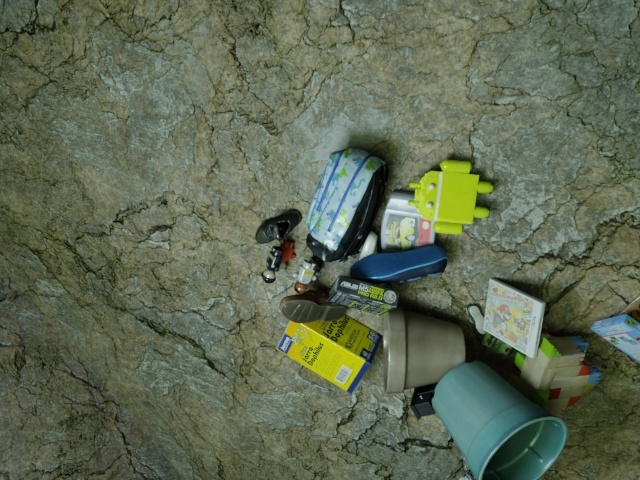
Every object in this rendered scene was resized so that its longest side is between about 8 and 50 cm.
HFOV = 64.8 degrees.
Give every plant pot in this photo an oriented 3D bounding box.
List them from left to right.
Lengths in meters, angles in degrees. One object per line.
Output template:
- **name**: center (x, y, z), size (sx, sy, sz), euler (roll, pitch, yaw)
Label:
- **plant pot**: center (0.380, 0.405, 1.882), size (0.280, 0.323, 0.323), euler (0, 115, 3)
- **plant pot**: center (0.570, 0.607, 1.696), size (0.341, 0.334, 0.341), euler (-11, 119, -20)

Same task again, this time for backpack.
- **backpack**: center (0.096, -0.136, 1.733), size (0.273, 0.290, 0.355), euler (43, 116, 15)

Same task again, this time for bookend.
- **bookend**: center (0.453, 0.622, 2.015), size (0.156, 0.157, 0.072), euler (-24, 104, 30)

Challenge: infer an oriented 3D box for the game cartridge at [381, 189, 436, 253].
- **game cartridge**: center (0.318, -0.031, 1.819), size (0.196, 0.060, 0.294), euler (11, 118, 21)

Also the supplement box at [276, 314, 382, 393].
- **supplement box**: center (0.038, 0.418, 2.059), size (0.356, 0.194, 0.195), euler (29, 122, 6)

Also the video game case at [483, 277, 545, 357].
- **video game case**: center (0.662, 0.264, 1.742), size (0.227, 0.026, 0.206), euler (32, 126, 57)

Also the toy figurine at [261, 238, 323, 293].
- **toy figurine**: center (-0.106, 0.107, 1.959), size (0.209, 0.213, 0.148), euler (23, 106, 7)

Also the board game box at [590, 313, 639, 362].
- **board game box**: center (1.036, 0.329, 1.662), size (0.211, 0.039, 0.160), euler (36, 160, 3)

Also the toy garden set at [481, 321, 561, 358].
- **toy garden set**: center (0.742, 0.357, 1.836), size (0.244, 0.049, 0.204), euler (23, 120, 10)

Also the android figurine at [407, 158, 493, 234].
- **android figurine**: center (0.429, -0.145, 1.679), size (0.273, 0.056, 0.248), euler (7, 102, 5)

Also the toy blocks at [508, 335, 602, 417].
- **toy blocks**: center (0.845, 0.480, 1.767), size (0.261, 0.191, 0.381), euler (-3, 118, -12)

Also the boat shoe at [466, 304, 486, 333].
- **boat shoe**: center (0.580, 0.292, 1.877), size (0.046, 0.038, 0.125), euler (-37, 107, -11)

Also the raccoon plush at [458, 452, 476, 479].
- **raccoon plush**: center (0.562, 0.753, 1.886), size (0.299, 0.446, 0.216), euler (41, 101, 38)

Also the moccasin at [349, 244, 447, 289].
- **moccasin**: center (0.278, 0.117, 1.773), size (0.342, 0.138, 0.117), euler (-8, 133, 12)

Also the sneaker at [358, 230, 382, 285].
- **sneaker**: center (0.201, 0.092, 1.903), size (0.123, 0.106, 0.290), euler (14, 128, 8)

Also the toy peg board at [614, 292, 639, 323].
- **toy peg board**: center (1.085, 0.264, 1.638), size (0.161, 0.079, 0.160), euler (32, 121, 5)

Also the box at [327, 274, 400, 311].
- **box**: center (0.146, 0.202, 1.814), size (0.216, 0.270, 0.060), euler (15, 75, -1)

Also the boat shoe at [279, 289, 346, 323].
- **boat shoe**: center (-0.043, 0.252, 1.967), size (0.111, 0.307, 0.104), euler (-57, 43, 21)

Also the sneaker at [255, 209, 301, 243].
- **sneaker**: center (-0.188, -0.038, 1.972), size (0.227, 0.130, 0.087), euler (-24, 102, 31)
